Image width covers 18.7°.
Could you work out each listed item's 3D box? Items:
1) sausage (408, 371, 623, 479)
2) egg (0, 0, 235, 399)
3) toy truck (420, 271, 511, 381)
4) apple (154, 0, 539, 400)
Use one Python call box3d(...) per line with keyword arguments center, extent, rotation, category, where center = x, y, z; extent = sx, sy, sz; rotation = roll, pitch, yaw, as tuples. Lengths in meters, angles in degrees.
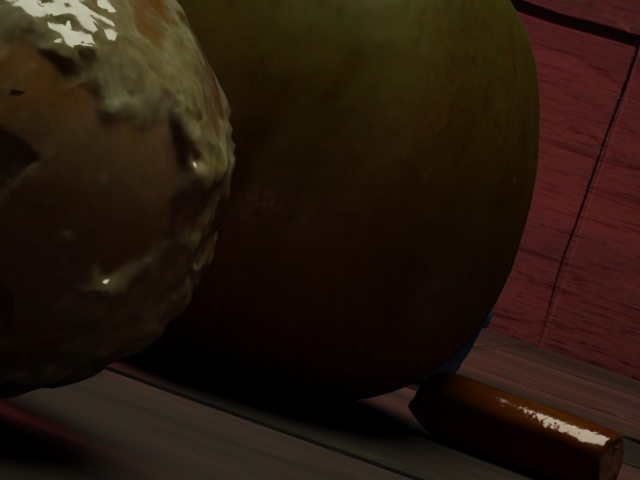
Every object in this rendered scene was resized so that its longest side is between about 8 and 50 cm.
box3d(center=(0.114, 0.112, 1.153), extent=(0.131, 0.041, 0.039), rotation=(18, 23, 24), category="sausage")
box3d(center=(-0.139, -0.036, 0.727), extent=(0.233, 0.195, 0.195), rotation=(24, 4, 32), category="egg")
box3d(center=(0.000, 0.000, 1.657), extent=(0.161, 0.162, 0.385), rotation=(18, 3, -34), category="toy truck")
box3d(center=(-0.027, -0.075, 1.162), extent=(0.338, 0.305, 0.338), rotation=(18, -3, 1), category="apple")
